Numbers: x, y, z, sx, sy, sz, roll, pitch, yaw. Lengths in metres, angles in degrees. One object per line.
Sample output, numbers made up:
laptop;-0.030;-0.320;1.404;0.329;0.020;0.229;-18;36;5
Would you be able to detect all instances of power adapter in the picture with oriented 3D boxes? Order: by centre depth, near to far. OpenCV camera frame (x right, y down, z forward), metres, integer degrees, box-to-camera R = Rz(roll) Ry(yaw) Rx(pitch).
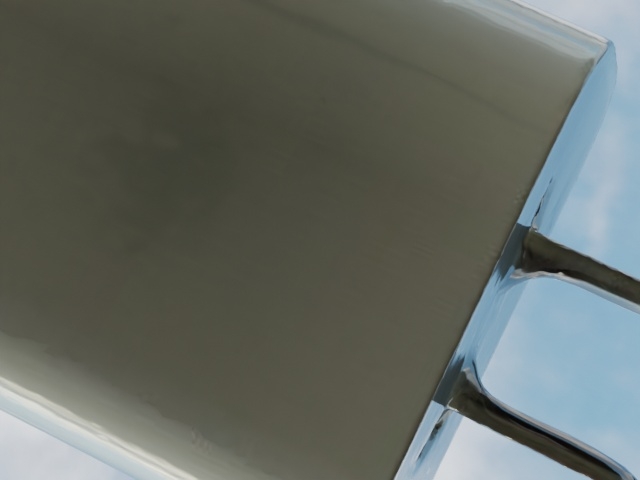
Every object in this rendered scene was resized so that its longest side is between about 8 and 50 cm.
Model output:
power adapter;0.000;0.000;0.626;0.255;0.124;0.187;26;-90;12
